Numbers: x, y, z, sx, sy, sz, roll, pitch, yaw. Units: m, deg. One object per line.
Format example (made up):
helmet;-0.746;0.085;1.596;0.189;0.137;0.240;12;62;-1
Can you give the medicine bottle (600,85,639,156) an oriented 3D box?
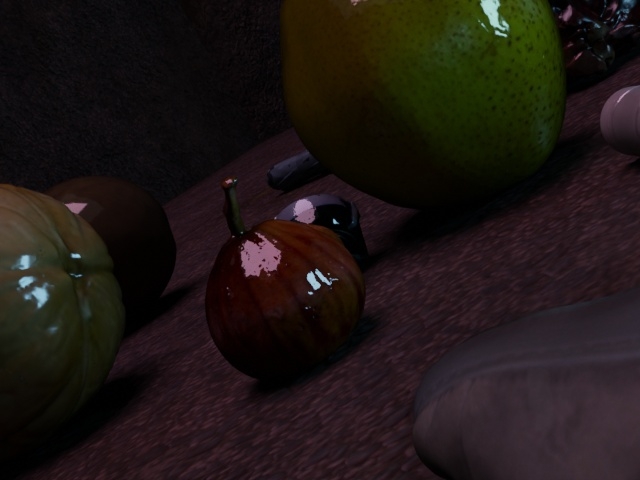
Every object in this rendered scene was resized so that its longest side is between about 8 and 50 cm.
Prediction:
medicine bottle;0.254;-0.091;0.878;0.057;0.057;0.089;-30;9;-3

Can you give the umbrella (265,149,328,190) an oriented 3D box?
umbrella;-0.003;-0.136;1.983;0.250;0.053;0.052;-19;21;44

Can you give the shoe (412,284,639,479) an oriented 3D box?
shoe;0.114;0.067;0.365;0.251;0.103;0.100;-39;41;56

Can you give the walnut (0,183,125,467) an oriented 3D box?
walnut;-0.340;0.091;1.128;0.313;0.252;0.277;-30;19;27

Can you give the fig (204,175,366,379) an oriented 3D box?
fig;-0.038;0.040;0.870;0.128;0.150;0.128;-31;44;36

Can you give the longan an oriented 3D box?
longan;-0.318;0.024;1.542;0.248;0.248;0.248;-29;9;5

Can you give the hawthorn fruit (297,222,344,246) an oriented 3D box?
hawthorn fruit;-0.019;0.030;1.014;0.081;0.081;0.093;-25;13;28

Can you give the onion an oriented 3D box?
onion;0.313;-0.315;1.480;0.281;0.221;0.281;-9;34;6

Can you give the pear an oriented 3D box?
pear;0.097;-0.163;1.096;0.294;0.294;0.294;-29;9;5

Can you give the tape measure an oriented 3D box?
tape measure;0.000;-0.001;1.097;0.091;0.094;0.054;-25;53;12
